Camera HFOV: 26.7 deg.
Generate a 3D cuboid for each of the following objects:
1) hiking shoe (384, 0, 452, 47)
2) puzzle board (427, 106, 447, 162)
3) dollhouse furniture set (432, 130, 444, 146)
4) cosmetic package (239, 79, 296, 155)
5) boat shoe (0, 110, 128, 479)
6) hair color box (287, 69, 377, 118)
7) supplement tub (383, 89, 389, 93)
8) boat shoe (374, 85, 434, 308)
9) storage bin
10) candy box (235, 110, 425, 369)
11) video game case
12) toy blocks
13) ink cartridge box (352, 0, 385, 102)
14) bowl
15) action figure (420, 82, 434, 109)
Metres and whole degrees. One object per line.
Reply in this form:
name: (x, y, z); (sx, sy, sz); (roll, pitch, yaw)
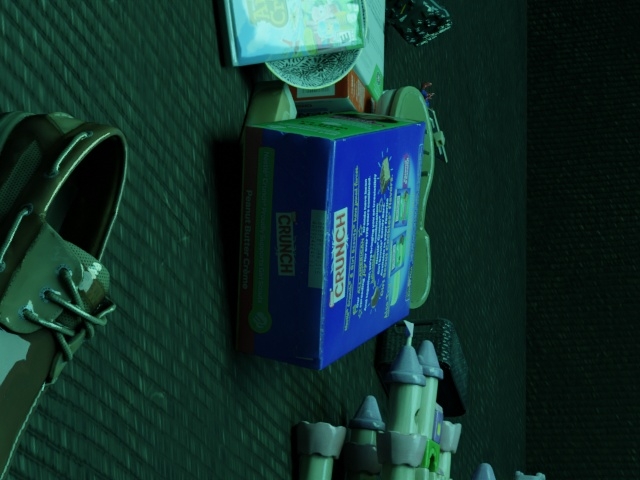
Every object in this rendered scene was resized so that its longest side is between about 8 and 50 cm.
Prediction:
hiking shoe: (0.110, -0.429, 2.247); (0.132, 0.113, 0.304); (60, 11, 26)
puzzle board: (0.184, -0.205, 2.443); (0.011, 0.096, 0.128); (-39, 137, -17)
dollhouse furniture set: (0.160, -0.220, 2.379); (0.081, 0.091, 0.114); (-98, 169, -49)
cosmetic package: (-0.063, -0.137, 1.646); (0.060, 0.041, 0.115); (70, 23, -46)
boat shoe: (-0.213, 0.034, 0.968); (0.123, 0.116, 0.324); (62, 29, -54)
hair color box: (0.018, -0.184, 1.841); (0.167, 0.093, 0.053); (39, 50, -67)
supplement tub: (0.081, -0.178, 2.094); (0.071, 0.071, 0.107); (-33, 118, -71)
boat shoe: (0.087, -0.059, 1.845); (0.113, 0.103, 0.302); (2, 90, -51)
storage bin: (0.170, 0.213, 2.216); (0.180, 0.122, 0.084); (66, 26, -50)
candy box: (0.017, -0.013, 1.639); (0.317, 0.122, 0.268); (-21, 117, -67)
video game case: (-0.039, -0.322, 1.591); (0.193, 0.023, 0.212); (-13, 102, -31)
toy blocks: (0.150, 0.262, 1.807); (0.288, 0.309, 0.260); (43, 52, -67)
ink cartridge box: (0.031, -0.313, 1.912); (0.160, 0.093, 0.219); (50, 39, -64)
bowl: (-0.032, -0.271, 1.664); (0.170, 0.080, 0.170); (-3, 96, -33)
action figure: (0.203, -0.263, 2.604); (0.115, 0.030, 0.038); (-71, 157, -48)
